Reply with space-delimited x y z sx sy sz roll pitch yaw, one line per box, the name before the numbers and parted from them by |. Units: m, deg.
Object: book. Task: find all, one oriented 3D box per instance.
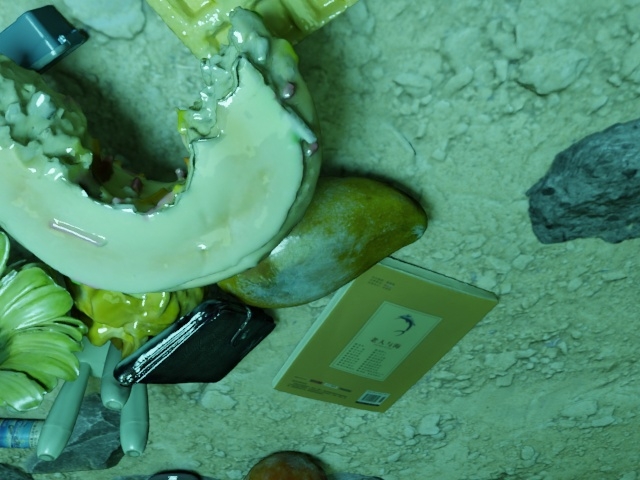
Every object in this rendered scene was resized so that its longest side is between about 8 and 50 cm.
book | 0.106 0.192 1.056 0.269 0.032 0.388 19 127 -21

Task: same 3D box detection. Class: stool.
stool | -0.382 0.237 0.955 0.196 0.198 0.195 0 132 -1

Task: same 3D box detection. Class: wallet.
wallet | -0.163 0.160 0.867 0.172 0.045 0.318 -39 164 -1

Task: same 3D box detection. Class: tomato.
tomato | -0.076 0.562 1.297 0.214 0.180 0.155 7 113 -19

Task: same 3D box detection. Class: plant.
plant | -0.461 0.150 0.715 0.306 0.296 0.261 7 153 -24

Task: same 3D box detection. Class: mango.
mango | 0.000 0.000 0.809 0.317 0.146 0.192 -14 139 -1

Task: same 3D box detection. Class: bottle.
bottle | -0.658 0.393 1.165 0.217 0.060 0.060 4 131 -6

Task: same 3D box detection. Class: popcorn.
popcorn | -0.260 0.066 0.828 0.190 0.191 0.253 -19 148 -38

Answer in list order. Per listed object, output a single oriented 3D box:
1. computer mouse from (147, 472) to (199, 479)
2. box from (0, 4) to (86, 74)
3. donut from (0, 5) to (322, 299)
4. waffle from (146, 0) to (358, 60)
computer mouse | -0.348 0.623 1.386 0.120 0.057 0.232 -2 129 -2
box | -0.327 -0.219 0.645 0.099 0.074 0.054 -27 117 18
donut | -0.180 -0.082 0.629 0.372 0.150 0.307 -10 126 4
waffle | -0.053 -0.292 0.605 0.274 0.057 0.168 -27 127 19
